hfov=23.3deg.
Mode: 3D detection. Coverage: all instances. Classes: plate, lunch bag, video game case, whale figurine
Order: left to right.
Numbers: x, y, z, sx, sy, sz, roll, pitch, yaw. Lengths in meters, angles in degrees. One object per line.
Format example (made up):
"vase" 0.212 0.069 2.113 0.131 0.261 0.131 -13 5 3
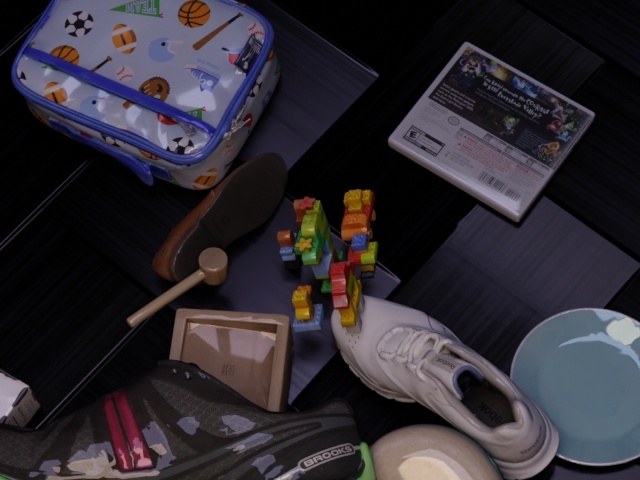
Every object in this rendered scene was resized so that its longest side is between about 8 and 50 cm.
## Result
"lunch bag" -0.208 -0.201 1.890 0.303 0.115 0.243 24 70 15
"whale figurine" 0.075 0.309 1.629 0.272 0.141 0.216 -39 78 10
"video game case" 0.208 -0.134 1.884 0.190 0.022 0.173 32 70 18
"plate" 0.304 0.164 1.731 0.188 0.024 0.188 -1 65 3

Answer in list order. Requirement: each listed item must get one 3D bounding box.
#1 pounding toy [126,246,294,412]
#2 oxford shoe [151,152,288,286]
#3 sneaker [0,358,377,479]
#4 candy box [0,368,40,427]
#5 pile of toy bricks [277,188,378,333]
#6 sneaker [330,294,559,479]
"pounding toy" -0.123 0.118 1.737 0.181 0.094 0.206 3 62 5
"oxford shoe" -0.122 -0.033 1.829 0.076 0.076 0.212 7 45 50
"sneaker" -0.180 0.226 1.581 0.482 0.185 0.202 5 55 3
"candy box" -0.437 0.210 1.720 0.165 0.070 0.196 28 69 15
"pile of toy bricks" 0.000 0.000 1.742 0.118 0.105 0.212 -7 42 16
"sneaker" 0.130 0.138 1.686 0.297 0.129 0.111 31 76 27
